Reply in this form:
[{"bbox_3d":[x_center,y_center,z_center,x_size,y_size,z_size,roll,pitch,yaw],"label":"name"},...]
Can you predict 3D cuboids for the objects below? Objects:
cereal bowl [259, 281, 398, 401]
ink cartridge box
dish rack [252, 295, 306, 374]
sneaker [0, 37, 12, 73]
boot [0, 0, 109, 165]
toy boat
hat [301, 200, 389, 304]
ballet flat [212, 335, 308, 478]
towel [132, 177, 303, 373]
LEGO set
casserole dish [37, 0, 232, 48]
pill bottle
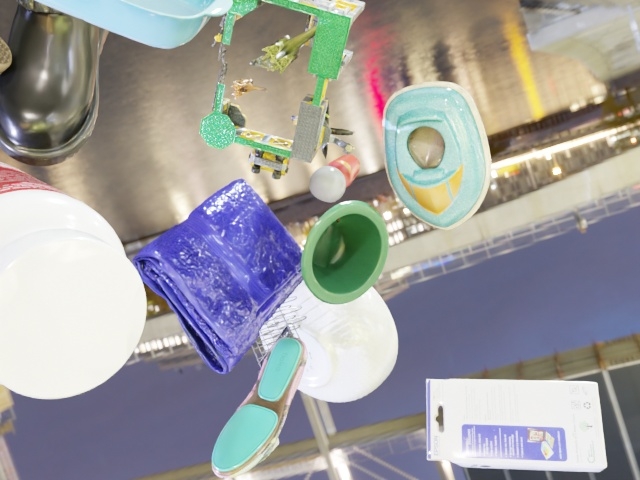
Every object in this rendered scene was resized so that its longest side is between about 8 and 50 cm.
[{"bbox_3d":[-0.006,0.219,1.567,0.338,0.339,0.141,-16,-165,39],"label":"cereal bowl"},{"bbox_3d":[0.373,0.358,1.389,0.332,0.166,0.065,1,154,8],"label":"ink cartridge box"},{"bbox_3d":[-0.099,0.148,1.413,0.074,0.272,0.208,-14,155,-30],"label":"dish rack"},{"bbox_3d":[-0.460,-0.258,0.835,0.071,0.188,0.066,-25,-145,28],"label":"sneaker"},{"bbox_3d":[-0.337,-0.295,0.873,0.131,0.348,0.260,7,156,-11],"label":"boot"},{"bbox_3d":[0.140,-0.130,1.265,0.318,0.268,0.148,-8,-160,28],"label":"toy boat"},{"bbox_3d":[0.000,0.000,1.211,0.183,0.208,0.173,28,-97,48],"label":"hat"},{"bbox_3d":[-0.074,0.239,0.993,0.076,0.079,0.222,13,-124,23],"label":"ballet flat"},{"bbox_3d":[-0.140,0.041,1.166,0.076,0.228,0.308,-28,-167,34],"label":"towel"},{"bbox_3d":[-0.057,-0.288,1.170,0.254,0.332,0.192,9,-153,7],"label":"LEGO set"},{"bbox_3d":[-0.161,-0.198,0.546,0.188,0.037,0.114,21,-143,-2],"label":"casserole dish"},{"bbox_3d":[-0.379,0.036,0.873,0.229,0.229,0.407,-20,-155,-33],"label":"pill bottle"}]
